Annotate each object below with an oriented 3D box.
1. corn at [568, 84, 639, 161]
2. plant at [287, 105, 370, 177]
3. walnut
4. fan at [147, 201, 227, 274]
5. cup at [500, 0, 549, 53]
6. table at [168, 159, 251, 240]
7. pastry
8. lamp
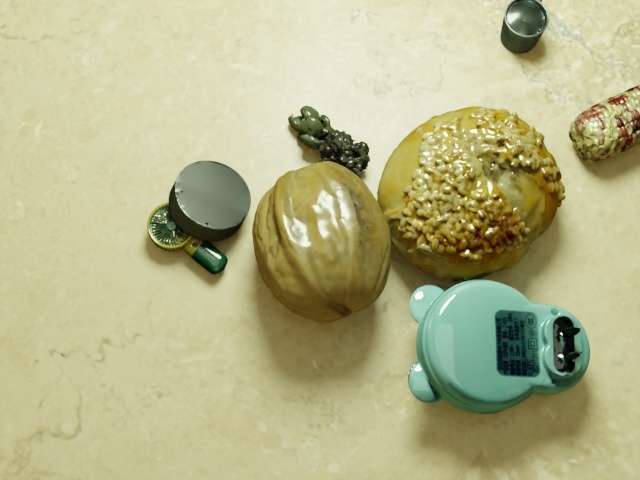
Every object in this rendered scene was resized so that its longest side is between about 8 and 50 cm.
[{"bbox_3d":[0.564,-0.224,1.763,0.289,0.098,0.098,-24,75,-10],"label":"corn"},{"bbox_3d":[0.013,-0.168,1.755,0.174,0.087,0.085,43,103,15],"label":"plant"},{"bbox_3d":[0.000,0.000,1.636,0.224,0.225,0.261,-20,70,-6],"label":"walnut"},{"bbox_3d":[-0.221,0.002,1.720,0.155,0.039,0.082,39,76,10],"label":"fan"},{"bbox_3d":[0.364,-0.387,1.815,0.078,0.077,0.100,32,77,8],"label":"cup"},{"bbox_3d":[-0.184,-0.067,1.712,0.133,0.043,0.134,11,59,-19],"label":"table"},{"bbox_3d":[0.245,-0.086,1.673,0.315,0.184,0.284,-35,76,-9],"label":"pastry"},{"bbox_3d":[0.282,0.168,1.618,0.283,0.147,0.210,-1,76,8],"label":"lamp"}]
